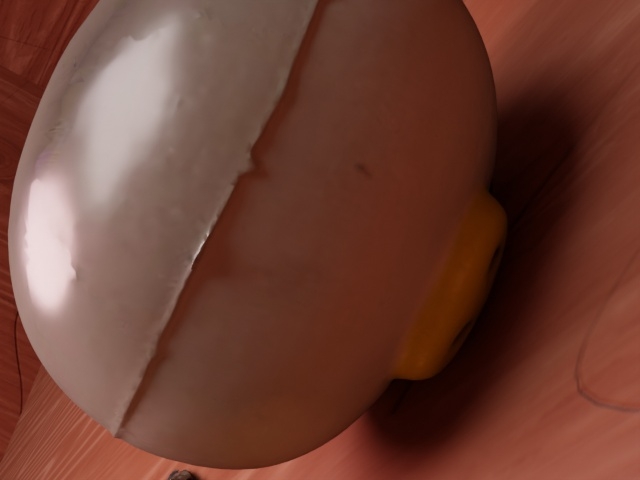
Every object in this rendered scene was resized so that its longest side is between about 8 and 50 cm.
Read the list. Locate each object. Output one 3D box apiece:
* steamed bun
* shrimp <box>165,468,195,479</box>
[{"bbox_3d":[-0.043,-0.035,0.653,0.374,0.334,0.334,-62,17,3],"label":"steamed bun"},{"bbox_3d":[-0.156,0.277,0.963,0.223,0.047,0.126,-40,18,54],"label":"shrimp"}]
